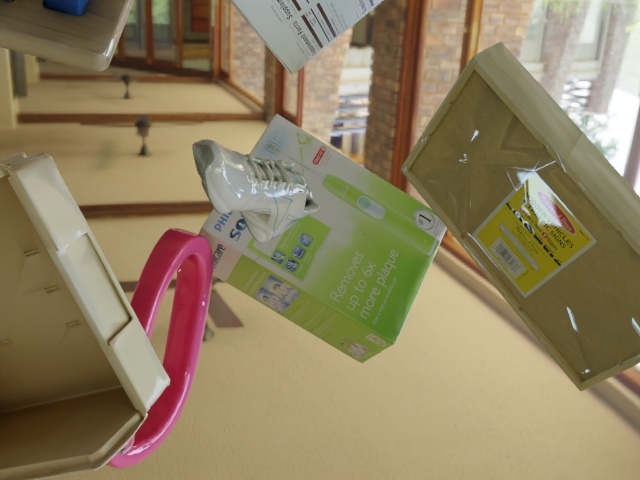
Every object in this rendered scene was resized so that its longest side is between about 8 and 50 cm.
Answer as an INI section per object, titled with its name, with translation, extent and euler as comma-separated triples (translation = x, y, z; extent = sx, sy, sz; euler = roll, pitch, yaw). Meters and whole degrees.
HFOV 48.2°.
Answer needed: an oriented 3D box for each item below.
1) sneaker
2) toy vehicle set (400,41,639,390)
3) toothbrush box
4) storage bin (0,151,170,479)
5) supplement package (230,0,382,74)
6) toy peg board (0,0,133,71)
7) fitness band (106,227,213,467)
[sneaker]
translation = -0.047, -0.044, 0.536
extent = 0.061, 0.054, 0.152
euler = -22, 161, 11
[toy vehicle set]
translation = 0.188, -0.012, 0.605
extent = 0.035, 0.166, 0.267
euler = -30, -104, -28
[toothbrush box]
translation = 0.000, 0.000, 0.970
extent = 0.283, 0.122, 0.206
euler = 31, -118, -3
[storage bin]
translation = -0.314, 0.082, 0.656
extent = 0.260, 0.262, 0.123
euler = -15, -161, 24
[supplement package]
translation = -0.016, -0.273, 0.511
extent = 0.194, 0.203, 0.149
euler = 54, -173, 15
[toy peg board]
translation = -0.166, -0.188, 0.356
extent = 0.161, 0.079, 0.161
euler = 13, -122, -8
[fitness band]
translation = -0.191, 0.127, 0.836
extent = 0.054, 0.291, 0.209
euler = 17, -163, 11
